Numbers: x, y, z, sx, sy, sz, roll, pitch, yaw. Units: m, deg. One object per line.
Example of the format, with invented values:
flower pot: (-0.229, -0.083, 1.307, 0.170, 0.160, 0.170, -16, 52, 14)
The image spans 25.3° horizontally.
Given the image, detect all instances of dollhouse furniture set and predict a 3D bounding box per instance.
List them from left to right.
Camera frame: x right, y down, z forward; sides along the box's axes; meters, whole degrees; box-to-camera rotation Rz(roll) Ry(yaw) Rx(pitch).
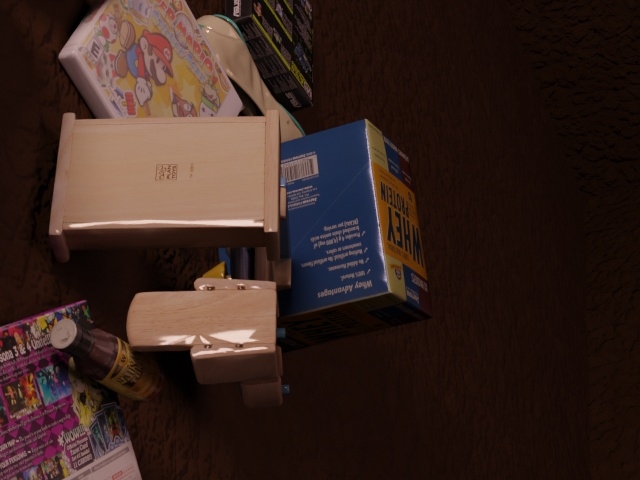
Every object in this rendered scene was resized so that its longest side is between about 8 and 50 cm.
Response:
dollhouse furniture set: (-0.131, 0.062, 1.355, 0.303, 0.198, 0.286, 87, 3, -55)

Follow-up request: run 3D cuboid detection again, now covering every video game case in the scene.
video game case: (-0.223, 0.168, 1.128, 0.232, 0.041, 0.210, -23, 97, -70)
video game case: (-0.168, -0.164, 1.481, 0.227, 0.026, 0.206, 60, 35, -34)

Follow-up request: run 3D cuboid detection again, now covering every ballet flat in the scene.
ballet flat: (-0.093, -0.153, 1.669, 0.248, 0.086, 0.086, 56, 27, -39)

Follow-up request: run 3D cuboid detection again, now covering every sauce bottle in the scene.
sauce bottle: (-0.177, 0.099, 1.180, 0.128, 0.042, 0.042, 40, 40, -57)

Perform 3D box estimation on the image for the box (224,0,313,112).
box: (-0.064, -0.295, 1.875, 0.191, 0.045, 0.184, 52, 33, -49)

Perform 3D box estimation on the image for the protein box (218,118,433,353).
protein box: (0.000, 0.000, 1.607, 0.136, 0.199, 0.201, 31, 48, -62)
